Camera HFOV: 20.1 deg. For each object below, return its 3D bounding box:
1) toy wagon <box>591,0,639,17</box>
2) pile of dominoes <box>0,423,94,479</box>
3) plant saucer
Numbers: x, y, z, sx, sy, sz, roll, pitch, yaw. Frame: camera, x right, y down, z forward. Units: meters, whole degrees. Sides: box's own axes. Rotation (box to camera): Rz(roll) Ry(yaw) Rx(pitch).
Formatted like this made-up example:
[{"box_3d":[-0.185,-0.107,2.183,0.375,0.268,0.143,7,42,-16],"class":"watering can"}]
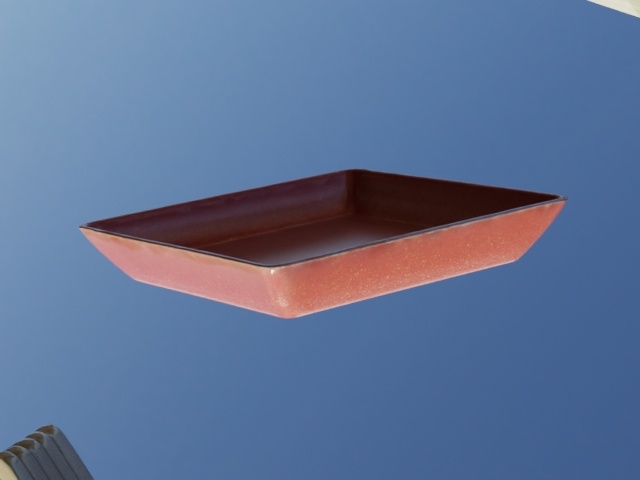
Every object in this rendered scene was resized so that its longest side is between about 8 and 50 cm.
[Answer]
[{"box_3d":[0.388,-0.254,1.651,0.267,0.344,0.068,-102,-166,-61],"class":"toy wagon"},{"box_3d":[-0.189,0.148,0.726,0.251,0.196,0.040,-34,178,28],"class":"pile of dominoes"},{"box_3d":[0.000,0.000,1.290,0.258,0.259,0.047,11,-70,53],"class":"plant saucer"}]
